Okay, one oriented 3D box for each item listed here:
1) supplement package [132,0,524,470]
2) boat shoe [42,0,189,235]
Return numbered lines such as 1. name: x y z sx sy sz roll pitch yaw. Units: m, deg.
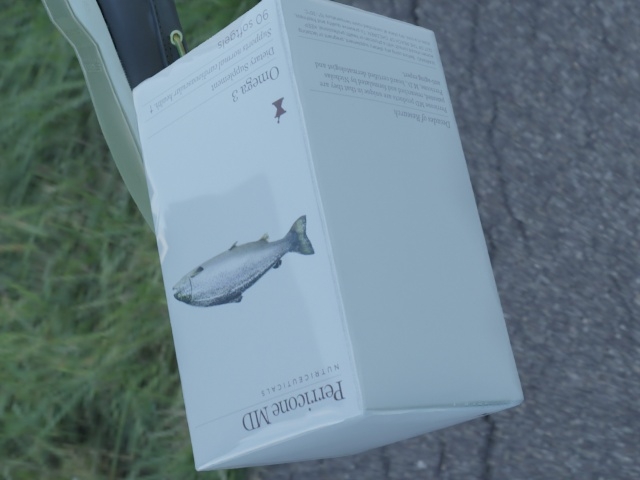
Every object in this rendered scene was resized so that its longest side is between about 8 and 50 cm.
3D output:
1. supplement package: 0.000 0.000 0.548 0.105 0.105 0.179 -26 69 40
2. boat shoe: -0.096 -0.091 0.714 0.069 0.227 0.081 -28 24 -19
